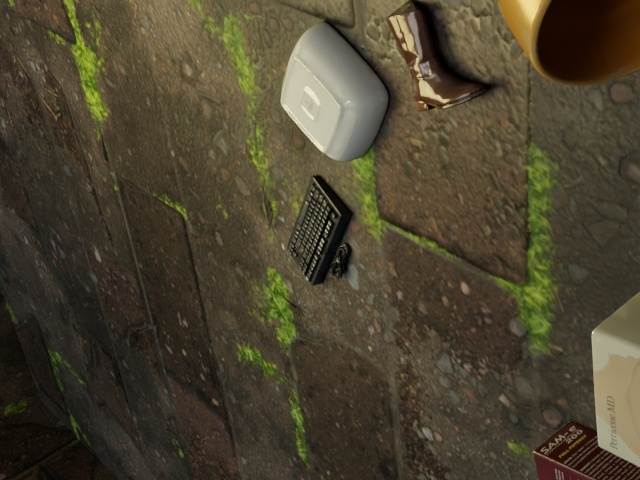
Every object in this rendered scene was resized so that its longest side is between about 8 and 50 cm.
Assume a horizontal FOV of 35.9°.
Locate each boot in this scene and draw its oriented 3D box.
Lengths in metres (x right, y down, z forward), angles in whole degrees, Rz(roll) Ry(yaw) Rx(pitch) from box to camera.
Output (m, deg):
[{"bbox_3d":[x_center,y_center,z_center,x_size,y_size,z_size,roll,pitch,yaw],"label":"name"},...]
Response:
[{"bbox_3d":[0.115,-0.192,1.006,0.106,0.037,0.114,-1,110,55],"label":"boot"}]

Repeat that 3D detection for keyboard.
[{"bbox_3d":[0.000,0.000,1.358,0.108,0.023,0.180,49,149,18],"label":"keyboard"}]

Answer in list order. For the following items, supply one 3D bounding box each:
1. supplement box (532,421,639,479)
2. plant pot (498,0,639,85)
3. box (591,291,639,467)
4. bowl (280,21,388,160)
[{"bbox_3d":[0.345,0.297,1.041,0.239,0.073,0.130,18,130,48],"label":"supplement box"},{"bbox_3d":[0.194,-0.247,0.694,0.187,0.205,0.205,64,154,26],"label":"plant pot"},{"bbox_3d":[0.385,0.151,0.802,0.311,0.121,0.147,22,134,47],"label":"box"},{"bbox_3d":[0.006,-0.168,1.172,0.142,0.053,0.142,51,151,17],"label":"bowl"}]
